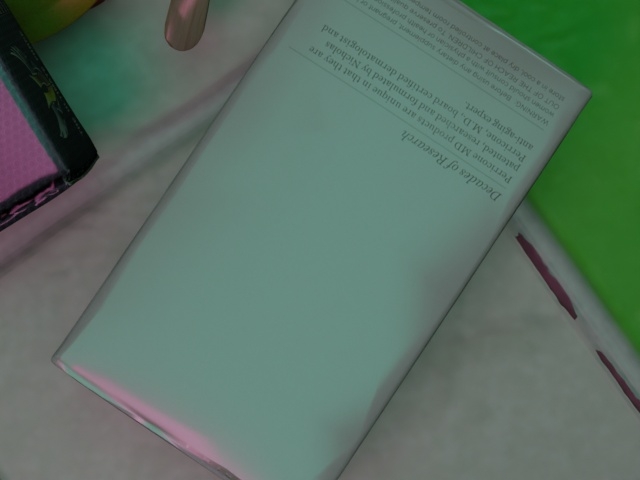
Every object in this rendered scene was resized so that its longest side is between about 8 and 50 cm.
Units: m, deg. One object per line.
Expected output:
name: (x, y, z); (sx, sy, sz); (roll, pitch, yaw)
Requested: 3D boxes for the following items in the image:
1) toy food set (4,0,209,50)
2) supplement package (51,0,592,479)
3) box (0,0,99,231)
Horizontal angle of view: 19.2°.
toy food set: (-0.134, -0.139, 0.713); (0.218, 0.071, 0.128); (4, 108, 1)
supplement package: (0.000, 0.000, 0.678); (0.105, 0.105, 0.179); (34, 84, 2)
box: (-0.215, -0.078, 0.660); (0.183, 0.059, 0.233); (-29, 100, 9)
